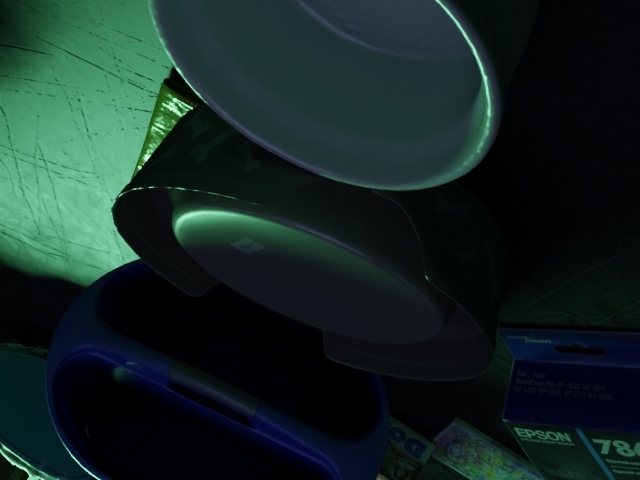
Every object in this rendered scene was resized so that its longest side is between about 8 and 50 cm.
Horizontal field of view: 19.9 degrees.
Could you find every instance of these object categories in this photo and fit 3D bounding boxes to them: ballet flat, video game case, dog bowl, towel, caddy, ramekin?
[{"bbox_3d":[-0.229,0.248,2.141,0.409,0.147,0.147,26,148,6],"label":"ballet flat"},{"bbox_3d":[0.174,0.232,1.900,0.122,0.011,0.087,32,148,-4],"label":"video game case"},{"bbox_3d":[0.000,0.000,1.563,0.349,0.102,0.349,20,160,7],"label":"dog bowl"},{"bbox_3d":[-0.127,-0.061,1.717,0.102,0.021,0.237,28,148,1],"label":"towel"},{"bbox_3d":[-0.100,0.161,1.781,0.341,0.241,0.179,25,164,7],"label":"caddy"},{"bbox_3d":[0.026,-0.177,1.325,0.277,0.135,0.277,21,147,14],"label":"ramekin"}]

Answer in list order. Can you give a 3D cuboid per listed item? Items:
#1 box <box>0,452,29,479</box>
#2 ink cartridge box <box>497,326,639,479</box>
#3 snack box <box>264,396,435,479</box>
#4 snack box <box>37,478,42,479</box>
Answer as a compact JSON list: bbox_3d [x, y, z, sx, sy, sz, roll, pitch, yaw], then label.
[{"bbox_3d":[-0.457,0.250,2.280,0.168,0.167,0.203,25,148,9],"label":"box"},{"bbox_3d":[0.288,0.211,1.734,0.165,0.065,0.332,0,137,39],"label":"ink cartridge box"},{"bbox_3d":[0.029,0.192,1.897,0.178,0.064,0.022,33,148,2],"label":"snack box"},{"bbox_3d":[-0.320,0.414,2.494,0.174,0.070,0.207,26,147,5],"label":"snack box"}]
